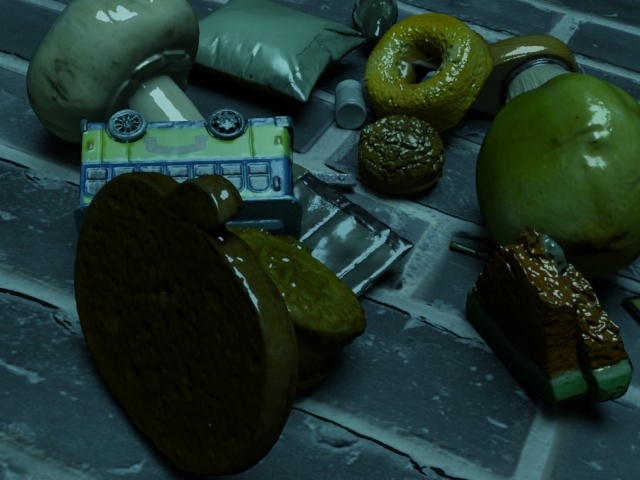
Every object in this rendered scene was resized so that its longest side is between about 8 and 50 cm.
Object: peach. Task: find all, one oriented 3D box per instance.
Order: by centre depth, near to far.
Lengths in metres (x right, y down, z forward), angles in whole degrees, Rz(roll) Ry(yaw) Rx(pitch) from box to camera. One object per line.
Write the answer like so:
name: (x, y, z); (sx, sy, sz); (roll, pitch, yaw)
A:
peach: (0.380, -0.092, 1.499); (0.282, 0.314, 0.315); (-20, 63, 16)

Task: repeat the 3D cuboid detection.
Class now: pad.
pad: (0.000, 0.000, 1.476); (0.174, 0.022, 0.233); (-41, 58, -22)

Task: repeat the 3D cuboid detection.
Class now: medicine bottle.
medicine bottle: (0.056, -0.255, 1.826); (0.058, 0.058, 0.091); (6, 38, -5)

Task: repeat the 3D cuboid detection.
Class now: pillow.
pillow: (-0.104, -0.382, 1.907); (0.310, 0.119, 0.312); (24, 40, 13)

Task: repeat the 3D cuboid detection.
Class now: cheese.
cheese: (-0.035, -0.101, 1.627); (0.192, 0.037, 0.097); (0, 40, -12)

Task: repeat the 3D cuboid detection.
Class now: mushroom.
mushroom: (-0.297, -0.247, 1.608); (0.314, 0.314, 0.336); (-33, 80, -41)

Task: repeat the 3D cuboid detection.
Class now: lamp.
lamp: (0.117, -0.485, 2.104); (0.101, 0.101, 0.250); (9, 40, 0)

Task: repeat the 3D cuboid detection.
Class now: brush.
brush: (0.369, -0.276, 1.844); (0.267, 0.174, 0.166); (-4, 48, -3)

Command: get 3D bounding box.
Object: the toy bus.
toy bus: (-0.190, -0.076, 1.419); (0.313, 0.152, 0.190); (-2, 56, -6)

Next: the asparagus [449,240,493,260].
asparagus: (0.259, 0.023, 1.545); (0.114, 0.014, 0.015); (18, 17, 13)

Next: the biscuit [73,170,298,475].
biscuit: (-0.156, 0.075, 1.128); (0.070, 0.350, 0.394); (-7, 44, -42)

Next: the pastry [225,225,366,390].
pastry: (-0.070, 0.086, 1.270); (0.240, 0.132, 0.235); (18, 22, -43)

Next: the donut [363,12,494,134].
donut: (0.194, -0.309, 1.808); (0.254, 0.118, 0.253); (-14, 53, 20)

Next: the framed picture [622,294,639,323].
framed picture: (0.640, 0.176, 1.426); (0.256, 0.014, 0.338); (-8, 40, -21)

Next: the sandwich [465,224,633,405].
sandwich: (0.298, 0.100, 1.318); (0.109, 0.212, 0.292); (-22, 59, -14)

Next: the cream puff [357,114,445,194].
cream puff: (0.138, -0.152, 1.664); (0.150, 0.115, 0.165); (27, 40, 16)
